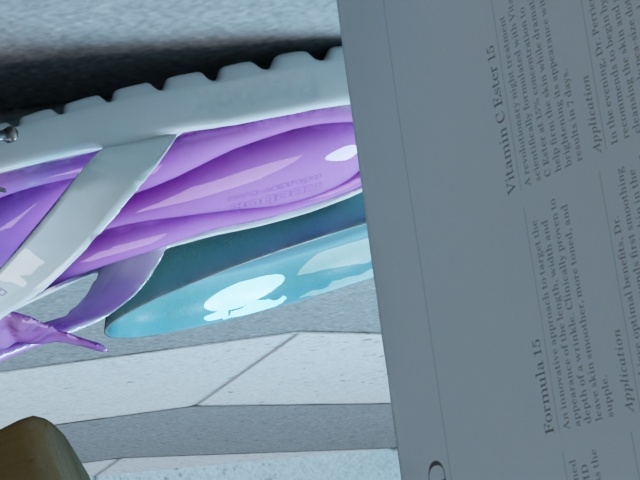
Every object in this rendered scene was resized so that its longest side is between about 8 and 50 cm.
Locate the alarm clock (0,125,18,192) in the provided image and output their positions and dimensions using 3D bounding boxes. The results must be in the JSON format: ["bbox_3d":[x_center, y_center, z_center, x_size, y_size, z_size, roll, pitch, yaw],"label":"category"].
[{"bbox_3d":[-0.228,-0.020,0.704,0.192,0.064,0.129,-16,169,2],"label":"alarm clock"}]

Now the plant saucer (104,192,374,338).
[{"bbox_3d":[0.000,0.000,1.151,0.317,0.044,0.317,-17,173,-2],"label":"plant saucer"}]

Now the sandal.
[{"bbox_3d":[-0.129,0.005,0.909,0.416,0.102,0.169,-22,153,-4],"label":"sandal"}]

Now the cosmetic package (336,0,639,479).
[{"bbox_3d":[0.129,-0.026,0.528,0.097,0.377,0.284,3,163,-35],"label":"cosmetic package"}]

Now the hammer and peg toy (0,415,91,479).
[{"bbox_3d":[-0.145,0.000,0.361,0.127,0.266,0.361,-26,164,-1],"label":"hammer and peg toy"}]
